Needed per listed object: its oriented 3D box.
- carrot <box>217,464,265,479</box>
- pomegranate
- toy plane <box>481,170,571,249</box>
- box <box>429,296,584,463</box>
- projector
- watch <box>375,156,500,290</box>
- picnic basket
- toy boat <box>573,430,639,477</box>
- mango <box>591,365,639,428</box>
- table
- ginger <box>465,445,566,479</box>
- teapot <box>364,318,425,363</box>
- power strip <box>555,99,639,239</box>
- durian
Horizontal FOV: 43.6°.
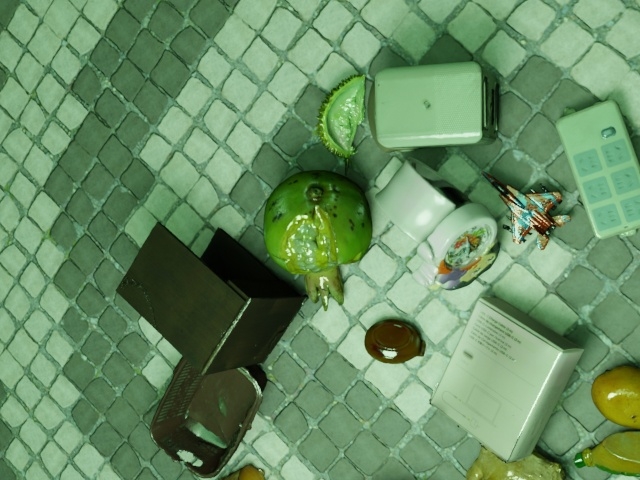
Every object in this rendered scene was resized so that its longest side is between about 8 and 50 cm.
[{"bbox_3d":[-0.246,0.612,1.879,0.263,0.102,0.102,-31,84,25],"label":"carrot"},{"bbox_3d":[0.000,0.000,1.667,0.236,0.236,0.302,9,132,21],"label":"pomegranate"},{"bbox_3d":[0.389,-0.073,1.564,0.189,0.061,0.130,45,110,17],"label":"toy plane"},{"bbox_3d":[0.356,0.267,1.556,0.203,0.106,0.252,34,109,41],"label":"box"},{"bbox_3d":[0.216,-0.257,1.552,0.242,0.177,0.163,-1,93,21],"label":"projector"},{"bbox_3d":[0.222,-0.033,1.573,0.196,0.244,0.231,-52,54,16],"label":"watch"},{"bbox_3d":[-0.238,0.373,1.829,0.222,0.129,0.297,33,107,15],"label":"picnic basket"},{"bbox_3d":[0.601,0.414,1.527,0.229,0.089,0.088,1,135,22],"label":"toy boat"},{"bbox_3d":[0.594,0.297,1.503,0.165,0.089,0.115,8,100,19],"label":"mango"},{"bbox_3d":[-0.228,0.114,1.711,0.282,0.250,0.196,39,105,23],"label":"table"},{"bbox_3d":[0.401,0.479,1.588,0.216,0.102,0.157,26,89,28],"label":"ginger"},{"bbox_3d":[0.157,0.219,1.686,0.129,0.078,0.098,4,57,9],"label":"teapot"},{"bbox_3d":[0.536,-0.135,1.505,0.118,0.046,0.270,-20,87,23],"label":"power strip"},{"bbox_3d":[0.039,-0.248,1.682,0.100,0.086,0.215,12,98,7],"label":"durian"}]
